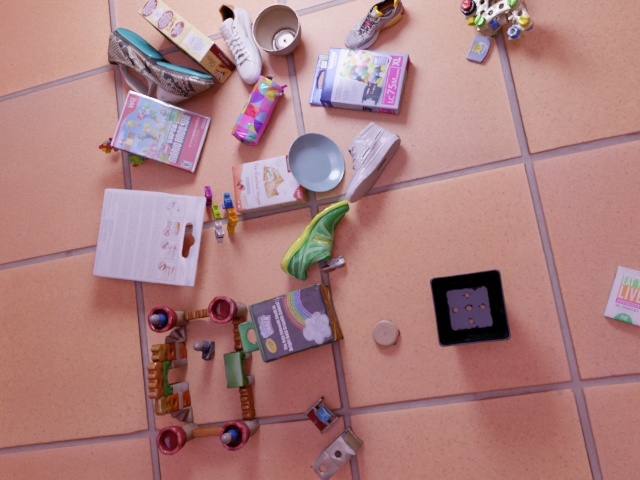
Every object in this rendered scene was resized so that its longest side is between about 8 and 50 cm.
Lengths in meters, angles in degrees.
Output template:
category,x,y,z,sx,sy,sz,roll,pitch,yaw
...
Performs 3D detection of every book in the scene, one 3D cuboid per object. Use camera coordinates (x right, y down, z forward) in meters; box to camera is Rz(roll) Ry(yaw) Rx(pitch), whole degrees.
category,x,y,z,sx,sy,sz,roll,pitch,yaw
book,0.848,0.153,1.504,0.096,0.035,0.144,16,89,20

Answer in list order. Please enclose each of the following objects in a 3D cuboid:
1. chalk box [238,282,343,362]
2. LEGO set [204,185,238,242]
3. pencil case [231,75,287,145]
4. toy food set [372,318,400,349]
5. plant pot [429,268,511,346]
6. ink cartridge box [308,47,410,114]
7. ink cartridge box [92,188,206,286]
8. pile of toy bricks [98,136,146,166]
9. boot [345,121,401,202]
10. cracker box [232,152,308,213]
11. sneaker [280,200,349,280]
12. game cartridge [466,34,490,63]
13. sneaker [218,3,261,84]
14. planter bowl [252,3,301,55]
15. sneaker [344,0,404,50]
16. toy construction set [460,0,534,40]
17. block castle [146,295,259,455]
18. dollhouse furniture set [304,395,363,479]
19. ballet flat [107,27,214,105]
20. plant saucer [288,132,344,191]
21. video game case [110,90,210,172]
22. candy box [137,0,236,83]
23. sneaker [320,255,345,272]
category,x,y,z,sx,sy,sz,roll,pitch,yaw
chalk box,-0.100,0.256,1.651,0.288,0.179,0.181,-17,80,7
LEGO set,-0.321,-0.073,1.810,0.086,0.093,0.227,-7,48,-20
pencil case,-0.206,-0.430,1.820,0.104,0.104,0.237,28,92,16
toy food set,0.198,0.283,1.662,0.082,0.020,0.083,-29,76,9
plant pot,0.417,0.191,1.540,0.187,0.167,0.188,-9,80,13
ink cartridge box,0.118,-0.517,1.766,0.310,0.065,0.186,10,85,17
ink cartridge box,-0.571,-0.009,1.873,0.384,0.091,0.309,5,84,13
pile of toy bricks,-0.655,-0.312,1.933,0.212,0.118,0.105,-5,110,-2
boot,0.131,-0.247,1.720,0.123,0.095,0.258,35,84,22
cracker box,-0.166,-0.184,1.793,0.232,0.067,0.156,-10,81,13
sneaker,0.000,0.000,1.719,0.123,0.109,0.296,39,97,1
game cartridge,0.493,-0.593,1.698,0.055,0.017,0.083,21,89,13
sneaker,-0.286,-0.662,1.846,0.105,0.123,0.290,-27,72,35
planter bowl,-0.133,-0.684,1.825,0.161,0.109,0.162,-2,82,14
sneaker,0.164,-0.704,1.758,0.225,0.092,0.088,-41,75,7
toy construction set,0.535,-0.751,1.636,0.214,0.151,0.328,-2,74,39
block castle,-0.372,0.412,1.697,0.302,0.213,0.454,-9,81,14
dollhouse furniture set,0.009,0.583,1.617,0.129,0.129,0.184,-45,76,6
ballet flat,-0.570,-0.578,1.923,0.482,0.164,0.182,32,114,21
plant saucer,-0.017,-0.245,1.745,0.194,0.037,0.195,4,78,-21
video game case,-0.541,-0.369,1.868,0.284,0.025,0.204,17,83,-10
candy box,-0.453,-0.686,1.872,0.316,0.183,0.088,41,94,16
sneaker,0.038,0.074,1.730,0.083,0.032,0.037,-21,65,6
